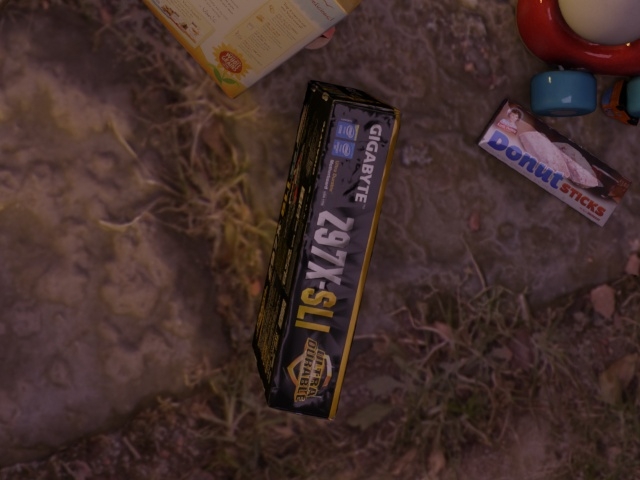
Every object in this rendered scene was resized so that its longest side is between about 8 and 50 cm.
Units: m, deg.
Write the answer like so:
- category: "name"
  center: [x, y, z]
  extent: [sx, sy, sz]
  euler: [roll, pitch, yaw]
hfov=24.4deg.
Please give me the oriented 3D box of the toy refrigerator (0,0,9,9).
- category: "toy refrigerator"
  center: [-0.417, -0.365, 1.557]
  extent: [0.269, 0.094, 0.102]
  euler: [42, 94, -11]

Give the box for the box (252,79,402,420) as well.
- category: "box"
  center: [0.000, 0.000, 1.575]
  extent: [0.079, 0.257, 0.322]
  euler: [11, 98, -6]

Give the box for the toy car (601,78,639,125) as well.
- category: "toy car"
  center: [0.344, -0.194, 1.693]
  extent: [0.040, 0.060, 0.122]
  euler: [1, 81, 38]

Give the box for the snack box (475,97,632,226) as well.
- category: "snack box"
  center: [0.269, -0.089, 1.701]
  extent: [0.178, 0.022, 0.064]
  euler: [32, 97, -10]

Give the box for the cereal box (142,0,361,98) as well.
- category: "cereal box"
  center: [-0.080, -0.263, 1.545]
  extent: [0.173, 0.240, 0.047]
  euler: [49, 53, -11]

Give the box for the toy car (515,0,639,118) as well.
- category: "toy car"
  center: [0.322, -0.252, 1.543]
  extent: [0.210, 0.238, 0.219]
  euler: [2, 86, -1]

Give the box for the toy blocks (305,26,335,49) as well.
- category: "toy blocks"
  center: [-0.013, -0.265, 1.579]
  extent: [0.054, 0.148, 0.123]
  euler: [-18, 101, -14]
